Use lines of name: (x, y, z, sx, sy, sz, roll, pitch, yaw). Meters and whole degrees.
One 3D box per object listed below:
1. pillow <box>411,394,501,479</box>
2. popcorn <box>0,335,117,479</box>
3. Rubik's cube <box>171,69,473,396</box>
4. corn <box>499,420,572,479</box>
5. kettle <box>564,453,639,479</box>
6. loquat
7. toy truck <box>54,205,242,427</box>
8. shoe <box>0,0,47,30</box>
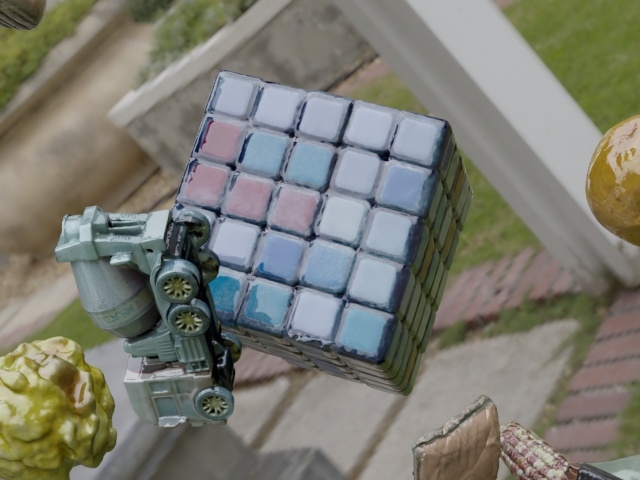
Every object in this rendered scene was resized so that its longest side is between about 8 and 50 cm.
pillow: (0.141, 0.280, 1.366, 0.126, 0.232, 0.043, -25, 38, -32)
popcorn: (-0.207, 0.131, 0.981, 0.116, 0.106, 0.121, -65, -20, -5)
Rubik's cube: (0.000, 0.000, 1.541, 0.293, 0.292, 0.287, 48, -121, -71)
corn: (0.314, 0.321, 1.704, 0.079, 0.079, 0.237, -43, 47, -1)
kettle: (0.398, 0.321, 1.428, 0.165, 0.240, 0.255, -57, 25, -5)
loquat: (0.504, -0.089, 1.964, 0.208, 0.208, 0.208, -39, 17, 14)
toy truck: (-0.170, 0.075, 1.323, 0.140, 0.256, 0.108, -7, 35, 7)
shoe: (-0.408, -0.361, 1.354, 0.198, 0.351, 0.172, -65, -13, -5)
